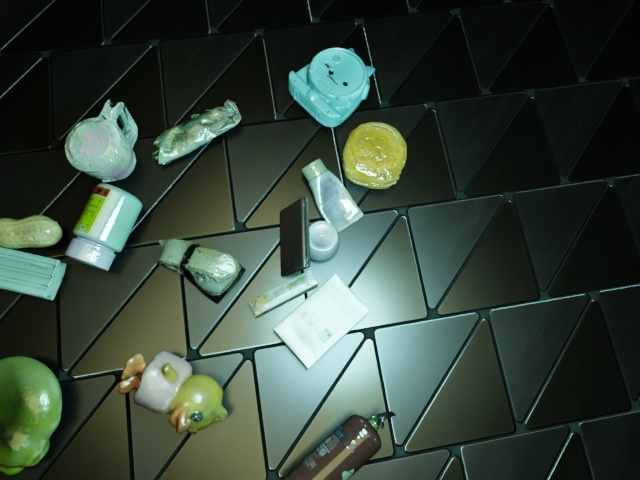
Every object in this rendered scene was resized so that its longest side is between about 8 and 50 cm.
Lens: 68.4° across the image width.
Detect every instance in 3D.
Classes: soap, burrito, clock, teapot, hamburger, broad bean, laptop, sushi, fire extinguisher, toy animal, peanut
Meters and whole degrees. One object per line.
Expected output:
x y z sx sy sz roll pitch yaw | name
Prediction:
-0.845 0.093 1.337 0.198 0.063 0.114 13 73 0 | soap
-0.391 -0.338 1.476 0.309 0.066 0.096 -31 82 -8 | burrito
0.048 -0.524 1.535 0.223 0.094 0.274 43 78 7 | clock
-0.637 -0.283 1.396 0.163 0.178 0.221 -6 77 2 | teapot
0.167 -0.267 1.473 0.214 0.108 0.214 0 80 -2 | hamburger
-0.788 0.445 1.221 0.238 0.119 0.291 -22 75 1 | broad bean
-0.076 -0.008 1.371 0.026 0.154 0.207 7 73 -30 | laptop
-0.364 0.053 1.351 0.273 0.109 0.134 32 75 6 | sushi
0.057 0.562 1.230 0.337 0.135 0.114 -39 86 -13 | fire extinguisher
-0.374 0.403 1.240 0.281 0.195 0.169 32 36 9 | toy animal
-0.855 -0.026 1.354 0.214 0.090 0.098 -4 68 -5 | peanut

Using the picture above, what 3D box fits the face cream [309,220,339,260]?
0.000 0.000 1.388 0.117 0.104 0.117 1 76 -4 | face cream

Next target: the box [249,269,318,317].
-0.106 0.155 1.375 0.207 0.041 0.050 -26 75 -10 | box

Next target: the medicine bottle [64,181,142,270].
-0.618 -0.038 1.345 0.139 0.139 0.225 19 75 2 | medicine bottle

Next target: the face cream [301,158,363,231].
0.028 -0.140 1.458 0.114 0.070 0.224 -33 92 -10 | face cream

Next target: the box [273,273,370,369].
0.003 0.231 1.348 0.243 0.067 0.155 -40 79 -12 | box
